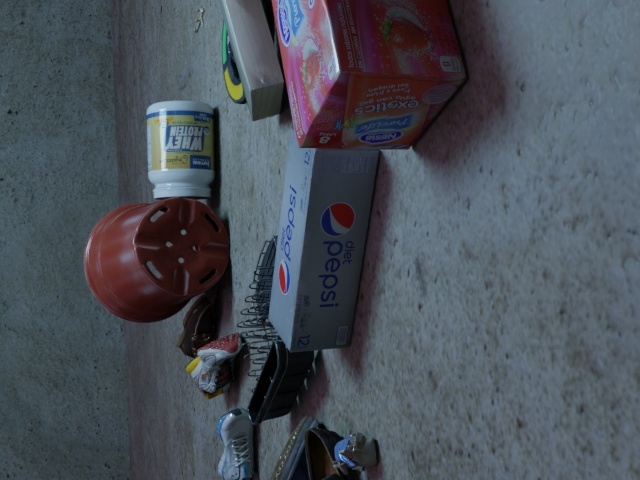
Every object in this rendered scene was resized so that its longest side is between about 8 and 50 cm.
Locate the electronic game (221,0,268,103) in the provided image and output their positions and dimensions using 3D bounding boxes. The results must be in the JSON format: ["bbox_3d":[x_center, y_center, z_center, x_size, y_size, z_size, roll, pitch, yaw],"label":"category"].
[{"bbox_3d":[-0.142,-0.362,1.556,0.229,0.048,0.229,179,90,-70],"label":"electronic game"}]

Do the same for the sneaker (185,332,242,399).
[{"bbox_3d":[-0.196,0.251,1.714,0.093,0.088,0.225,60,151,14],"label":"sneaker"}]

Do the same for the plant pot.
[{"bbox_3d":[-0.331,0.030,1.817,0.265,0.272,0.272,-17,75,60],"label":"plant pot"}]

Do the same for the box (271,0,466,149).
[{"bbox_3d":[0.036,-0.265,0.957,0.154,0.142,0.300,127,137,-60],"label":"box"}]

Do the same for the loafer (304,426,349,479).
[{"bbox_3d":[0.010,0.329,1.147,0.062,0.061,0.170,-31,52,15],"label":"loafer"}]

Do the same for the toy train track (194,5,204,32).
[{"bbox_3d":[-0.279,-0.500,1.958,0.083,0.014,0.048,130,135,-61],"label":"toy train track"}]

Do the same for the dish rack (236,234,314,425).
[{"bbox_3d":[-0.084,0.135,1.395,0.208,0.074,0.271,113,149,-46],"label":"dish rack"}]

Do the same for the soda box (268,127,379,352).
[{"bbox_3d":[0.000,0.000,1.140,0.098,0.091,0.286,-132,45,-58],"label":"soda box"}]

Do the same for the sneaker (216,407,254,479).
[{"bbox_3d":[-0.147,0.397,1.603,0.083,0.071,0.191,-130,35,-50],"label":"sneaker"}]

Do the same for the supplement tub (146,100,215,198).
[{"bbox_3d":[-0.297,-0.189,1.838,0.144,0.144,0.200,175,93,-69],"label":"supplement tub"}]

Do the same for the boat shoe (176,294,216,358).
[{"bbox_3d":[-0.261,0.195,1.887,0.073,0.073,0.207,40,145,12],"label":"boat shoe"}]

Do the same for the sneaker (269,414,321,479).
[{"bbox_3d":[-0.008,0.393,1.207,0.099,0.153,0.282,113,179,-52],"label":"sneaker"}]

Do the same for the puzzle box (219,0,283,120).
[{"bbox_3d":[-0.135,-0.401,1.301,0.272,0.052,0.409,173,82,-87],"label":"puzzle box"}]

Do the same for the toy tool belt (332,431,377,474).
[{"bbox_3d":[0.036,0.276,1.116,0.083,0.051,0.052,132,133,-61],"label":"toy tool belt"}]
